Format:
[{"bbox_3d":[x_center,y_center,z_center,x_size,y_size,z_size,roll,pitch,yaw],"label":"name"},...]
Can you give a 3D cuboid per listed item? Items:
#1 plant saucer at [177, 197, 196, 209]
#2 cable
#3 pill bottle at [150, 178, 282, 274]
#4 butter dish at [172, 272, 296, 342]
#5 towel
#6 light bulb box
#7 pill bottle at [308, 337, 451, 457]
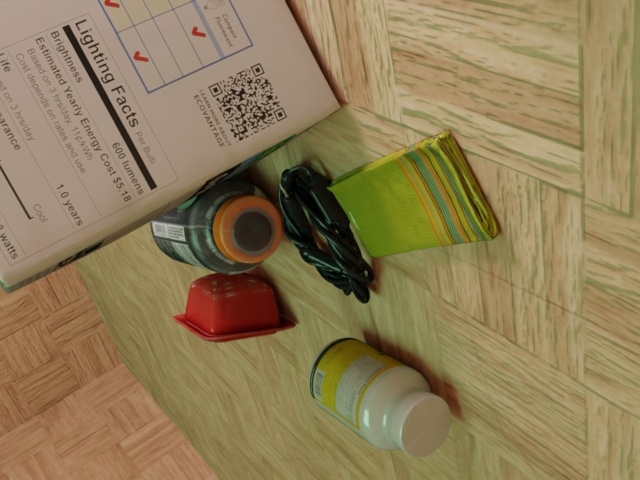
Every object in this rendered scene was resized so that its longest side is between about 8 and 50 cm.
[{"bbox_3d":[-0.189,-0.139,1.033,0.195,0.037,0.195,-15,72,58],"label":"plant saucer"},{"bbox_3d":[0.000,0.000,0.939,0.185,0.047,0.150,58,157,1],"label":"cable"},{"bbox_3d":[-0.142,-0.022,1.095,0.245,0.130,0.131,8,125,61],"label":"pill bottle"},{"bbox_3d":[-0.140,0.087,1.242,0.160,0.159,0.118,17,110,58],"label":"butter dish"},{"bbox_3d":[0.080,-0.034,0.769,0.102,0.021,0.237,62,157,-6],"label":"towel"},{"bbox_3d":[-0.238,-0.187,0.791,0.358,0.361,0.225,62,159,-6],"label":"light bulb box"},{"bbox_3d":[0.071,0.192,0.958,0.184,0.103,0.103,21,137,55],"label":"pill bottle"}]
